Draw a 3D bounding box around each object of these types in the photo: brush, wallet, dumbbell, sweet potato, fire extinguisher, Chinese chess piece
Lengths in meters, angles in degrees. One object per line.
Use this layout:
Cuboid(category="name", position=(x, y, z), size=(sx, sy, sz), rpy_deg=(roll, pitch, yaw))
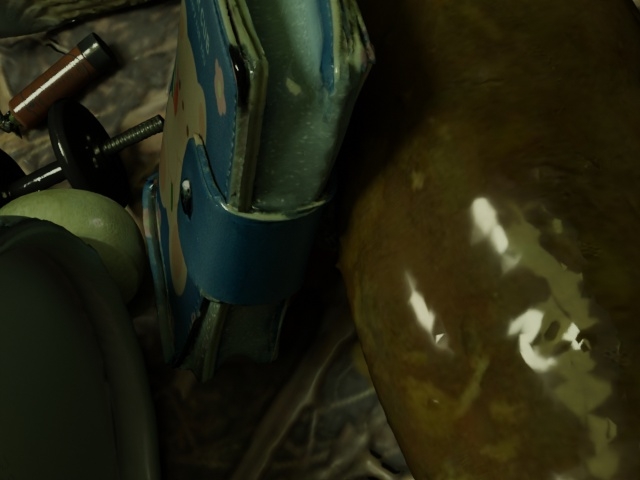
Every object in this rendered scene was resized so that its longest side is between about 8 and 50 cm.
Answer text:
Cuboid(category="brush", position=(0.000, 0.000, 0.516), size=(0.019, 0.021, 0.083), rpy_deg=(41, 91, 23))
Cuboid(category="wallet", position=(-0.035, -0.042, 0.441), size=(0.059, 0.202, 0.141), rpy_deg=(0, 52, -17))
Cuboid(category="dumbbell", position=(-0.148, -0.034, 0.553), size=(0.147, 0.069, 0.069), rpy_deg=(-24, 67, 11))
Cuboid(category="sweet potato", position=(0.097, 0.052, 0.395), size=(0.158, 0.158, 0.370), rpy_deg=(-21, 67, 13))
Cuboid(category="fire extinguisher", position=(-0.159, -0.090, 0.599), size=(0.083, 0.022, 0.028), rpy_deg=(-37, 102, 7))
Cuboid(category="Chinese chess piece", position=(-0.132, 0.009, 0.526), size=(0.084, 0.084, 0.034), rpy_deg=(-22, 52, 12))

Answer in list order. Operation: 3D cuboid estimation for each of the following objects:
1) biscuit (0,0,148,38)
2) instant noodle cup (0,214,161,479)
Cuboid(category="biscuit", position=(-0.071, -0.217, 0.578), size=(0.309, 0.079, 0.186), rpy_deg=(-7, 74, 19))
Cuboid(category="instant noodle cup", position=(-0.202, 0.116, 0.425), size=(0.214, 0.296, 0.296), rpy_deg=(-6, 72, 10))
